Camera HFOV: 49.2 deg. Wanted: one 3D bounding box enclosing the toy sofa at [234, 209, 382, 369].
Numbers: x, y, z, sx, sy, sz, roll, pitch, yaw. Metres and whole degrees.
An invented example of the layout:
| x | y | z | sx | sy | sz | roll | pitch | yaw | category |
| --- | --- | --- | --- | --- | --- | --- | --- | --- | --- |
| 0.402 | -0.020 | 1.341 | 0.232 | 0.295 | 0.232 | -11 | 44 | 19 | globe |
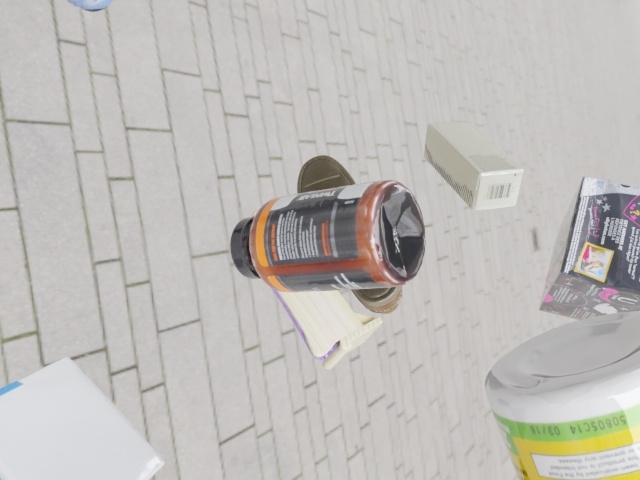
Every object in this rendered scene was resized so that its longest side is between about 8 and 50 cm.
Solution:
| x | y | z | sx | sy | sz | roll | pitch | yaw | category |
| --- | --- | --- | --- | --- | --- | --- | --- | --- | --- |
| -0.047 | 0.104 | 1.535 | 0.177 | 0.150 | 0.362 | -28 | 74 | -27 | toy sofa |

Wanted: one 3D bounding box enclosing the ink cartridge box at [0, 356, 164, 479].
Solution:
| x | y | z | sx | sy | sz | roll | pitch | yaw | category |
| --- | --- | --- | --- | --- | --- | --- | --- | --- | --- |
| -0.326 | 0.278 | 0.739 | 0.168 | 0.232 | 0.171 | 45 | 21 | 6 | ink cartridge box |

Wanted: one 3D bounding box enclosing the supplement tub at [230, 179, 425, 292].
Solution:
| x | y | z | sx | sy | sz | roll | pitch | yaw | category |
| --- | --- | --- | --- | --- | --- | --- | --- | --- | --- |
| 0.000 | 0.000 | 0.717 | 0.106 | 0.198 | 0.106 | 10 | 77 | -52 | supplement tub |

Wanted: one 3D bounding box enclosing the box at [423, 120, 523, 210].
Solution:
| x | y | z | sx | sy | sz | roll | pitch | yaw | category |
| --- | --- | --- | --- | --- | --- | --- | --- | --- | --- |
| 0.341 | -0.177 | 1.593 | 0.275 | 0.113 | 0.094 | -116 | -156 | -55 | box |

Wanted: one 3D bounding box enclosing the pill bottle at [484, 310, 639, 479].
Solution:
| x | y | z | sx | sy | sz | roll | pitch | yaw | category |
| --- | --- | --- | --- | --- | --- | --- | --- | --- | --- |
| 0.210 | 0.181 | 0.447 | 0.136 | 0.136 | 0.245 | -26 | 96 | -59 | pill bottle |

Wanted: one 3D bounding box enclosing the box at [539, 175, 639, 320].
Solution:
| x | y | z | sx | sy | sz | roll | pitch | yaw | category |
| --- | --- | --- | --- | --- | --- | --- | --- | --- | --- |
| 0.441 | 0.028 | 1.082 | 0.247 | 0.142 | 0.163 | 62 | 45 | -70 | box |

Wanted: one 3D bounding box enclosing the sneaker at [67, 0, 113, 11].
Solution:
| x | y | z | sx | sy | sz | roll | pitch | yaw | category |
| --- | --- | --- | --- | --- | --- | --- | --- | --- | --- |
| -0.205 | -0.403 | 0.790 | 0.330 | 0.130 | 0.147 | -55 | 176 | -7 | sneaker |

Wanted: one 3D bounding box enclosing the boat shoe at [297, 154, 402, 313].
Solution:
| x | y | z | sx | sy | sz | roll | pitch | yaw | category |
| --- | --- | --- | --- | --- | --- | --- | --- | --- | --- |
| 0.046 | -0.005 | 1.224 | 0.104 | 0.111 | 0.307 | 58 | 8 | -65 | boat shoe |
